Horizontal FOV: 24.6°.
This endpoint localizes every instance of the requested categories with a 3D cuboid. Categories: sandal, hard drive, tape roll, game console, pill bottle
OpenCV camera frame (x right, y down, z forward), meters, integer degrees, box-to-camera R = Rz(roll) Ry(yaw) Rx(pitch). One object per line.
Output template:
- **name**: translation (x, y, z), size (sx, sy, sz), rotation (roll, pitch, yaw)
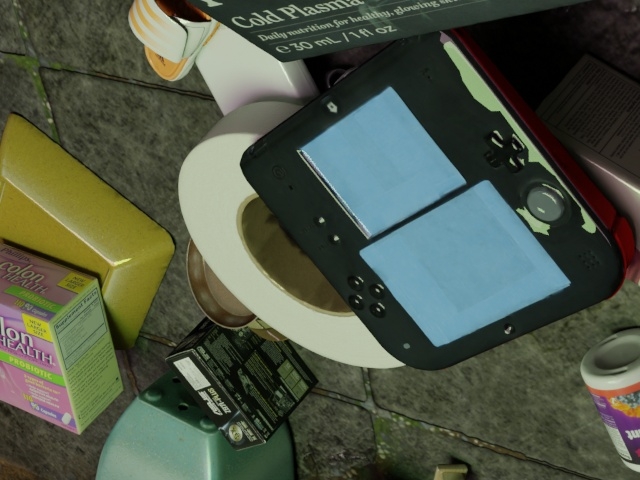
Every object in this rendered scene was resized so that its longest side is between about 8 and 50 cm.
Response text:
- **sandal**: translation (-0.034, 0.093, 2.087), size (0.180, 0.049, 0.072), rotation (-23, 103, 33)
- **hard drive**: translation (-0.090, -0.221, 1.822), size (0.203, 0.040, 0.307), rotation (6, 130, 56)
- **tape roll**: translation (0.000, 0.000, 1.834), size (0.392, 0.072, 0.392), rotation (24, 144, 19)
- **game console**: translation (0.116, -0.031, 1.585), size (0.342, 0.060, 0.386), rotation (47, 140, -10)
- **sandal**: translation (-0.192, -0.255, 1.809), size (0.102, 0.076, 0.265), rotation (47, 154, 8)
- **pill bottle**: translation (0.397, 0.211, 1.771), size (0.108, 0.108, 0.193), rotation (-7, 120, 44)

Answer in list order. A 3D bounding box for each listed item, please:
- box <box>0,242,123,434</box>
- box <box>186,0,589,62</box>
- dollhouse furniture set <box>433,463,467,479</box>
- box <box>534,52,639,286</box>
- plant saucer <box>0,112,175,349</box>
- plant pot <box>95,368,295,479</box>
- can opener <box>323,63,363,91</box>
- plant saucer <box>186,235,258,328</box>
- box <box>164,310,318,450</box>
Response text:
- **box**: translation (-0.445, 0.153, 2.305), size (0.214, 0.117, 0.243), rotation (19, 134, 28)
- **box**: translation (0.006, -0.406, 1.249), size (0.480, 0.297, 0.472), rotation (-5, 155, 43)
- **dollhouse furniture set**: translation (0.028, 0.422, 2.223), size (0.303, 0.173, 0.355), rotation (4, 126, -12)
- **box**: translation (0.328, -0.065, 1.553), size (0.232, 0.148, 0.126), rotation (34, 141, 13)
- **plant saucer**: translation (-0.412, 0.013, 2.309), size (0.333, 0.081, 0.332), rotation (38, 141, 7)
- **plant pot**: translation (-0.190, 0.329, 2.289), size (0.248, 0.247, 0.252), rotation (23, 126, 23)
- **can opener**: translation (0.094, -0.093, 1.808), size (0.283, 0.076, 0.095), rotation (59, 171, -19)
- **plant saucer**: translation (-0.124, 0.041, 2.085), size (0.168, 0.029, 0.168), rotation (10, 105, 41)
- **box**: translation (-0.115, 0.192, 2.160), size (0.077, 0.147, 0.180), rotation (-23, 109, 48)
